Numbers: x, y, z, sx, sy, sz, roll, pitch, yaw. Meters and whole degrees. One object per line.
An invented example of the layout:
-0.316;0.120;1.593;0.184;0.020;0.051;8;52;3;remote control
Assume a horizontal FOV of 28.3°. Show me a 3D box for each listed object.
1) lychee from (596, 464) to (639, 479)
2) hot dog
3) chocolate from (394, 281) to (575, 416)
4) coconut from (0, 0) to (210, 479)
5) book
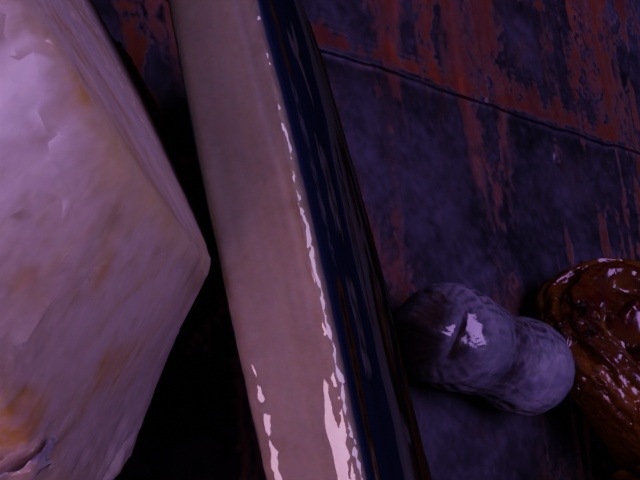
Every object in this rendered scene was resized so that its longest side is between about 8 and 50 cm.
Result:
0.252;0.244;0.854;0.238;0.200;0.200;-15;85;-27;lychee
0.252;0.112;0.979;0.227;0.099;0.160;47;42;-19;hot dog
0.112;0.074;0.864;0.167;0.072;0.072;22;59;-40;chocolate
-0.207;-0.011;0.399;0.323;0.323;0.322;21;60;-40;coconut
0.000;0.000;0.618;0.428;0.039;0.300;50;27;-79;book
